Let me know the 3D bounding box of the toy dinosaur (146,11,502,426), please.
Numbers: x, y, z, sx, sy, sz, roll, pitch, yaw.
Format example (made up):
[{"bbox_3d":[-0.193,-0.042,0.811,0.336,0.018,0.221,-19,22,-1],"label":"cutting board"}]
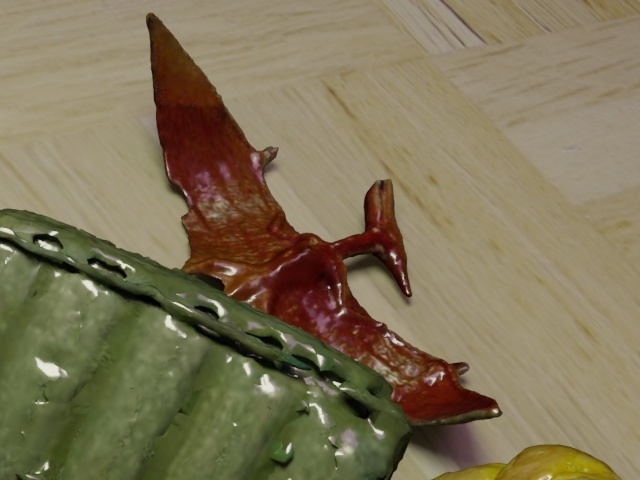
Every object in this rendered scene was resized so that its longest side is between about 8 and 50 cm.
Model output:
[{"bbox_3d":[-0.003,0.006,0.991,0.206,0.113,0.327,3,45,-21],"label":"toy dinosaur"}]

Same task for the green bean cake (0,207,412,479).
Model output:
[{"bbox_3d":[-0.085,0.078,0.779,0.241,0.132,0.255,25,0,-2],"label":"green bean cake"}]

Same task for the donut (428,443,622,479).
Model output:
[{"bbox_3d":[0.073,0.214,0.721,0.128,0.208,0.261,56,43,-17],"label":"donut"}]
